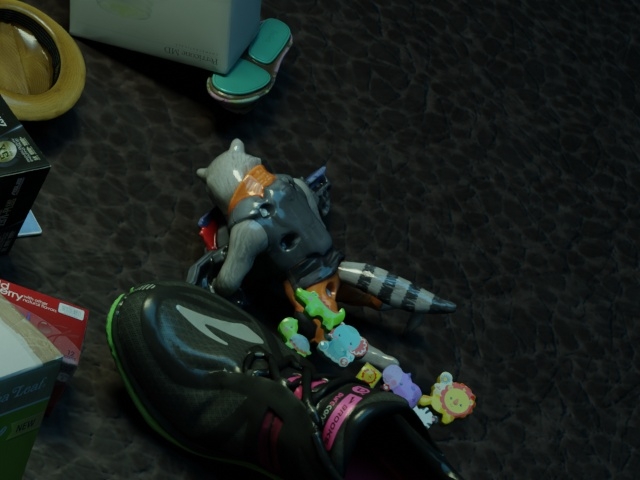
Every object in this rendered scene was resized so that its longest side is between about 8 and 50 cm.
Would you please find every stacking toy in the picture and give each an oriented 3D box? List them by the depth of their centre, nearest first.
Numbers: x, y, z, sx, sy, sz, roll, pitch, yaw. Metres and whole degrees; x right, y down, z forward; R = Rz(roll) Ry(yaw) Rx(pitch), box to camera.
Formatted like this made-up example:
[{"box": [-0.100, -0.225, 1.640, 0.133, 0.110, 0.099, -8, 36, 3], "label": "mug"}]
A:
[{"box": [0.054, 0.134, 1.821, 0.221, 0.167, 0.052, 38, 71, 2], "label": "stacking toy"}]

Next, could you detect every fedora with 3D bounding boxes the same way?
[{"box": [-0.378, -0.205, 2.032, 0.194, 0.079, 0.194, 18, 47, -21], "label": "fedora"}]

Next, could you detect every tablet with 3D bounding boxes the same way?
[{"box": [-0.357, -0.037, 1.927, 0.054, 0.006, 0.083, -8, 55, -40], "label": "tablet"}]

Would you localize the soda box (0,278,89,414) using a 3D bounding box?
[{"box": [-0.376, 0.083, 1.718, 0.263, 0.092, 0.083, 22, 41, -15], "label": "soda box"}]

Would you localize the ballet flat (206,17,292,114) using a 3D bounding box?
[{"box": [-0.097, -0.217, 2.239, 0.077, 0.079, 0.221, 27, 38, 1], "label": "ballet flat"}]

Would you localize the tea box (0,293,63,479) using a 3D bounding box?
[{"box": [-0.428, 0.143, 1.383, 0.329, 0.323, 0.220, 40, 34, 25], "label": "tea box"}]

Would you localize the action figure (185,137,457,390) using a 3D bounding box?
[{"box": [0.000, 0.000, 2.010, 0.330, 0.178, 0.341, 41, 41, -6], "label": "action figure"}]

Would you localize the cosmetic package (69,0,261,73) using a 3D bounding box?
[{"box": [-0.194, -0.360, 2.159, 0.224, 0.224, 0.138, 15, 39, 12], "label": "cosmetic package"}]

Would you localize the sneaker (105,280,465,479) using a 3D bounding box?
[{"box": [-0.007, 0.184, 1.768, 0.483, 0.202, 0.185, 36, 51, 4], "label": "sneaker"}]

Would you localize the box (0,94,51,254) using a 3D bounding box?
[{"box": [-0.392, -0.090, 1.846, 0.077, 0.147, 0.180, -15, 60, -43], "label": "box"}]
